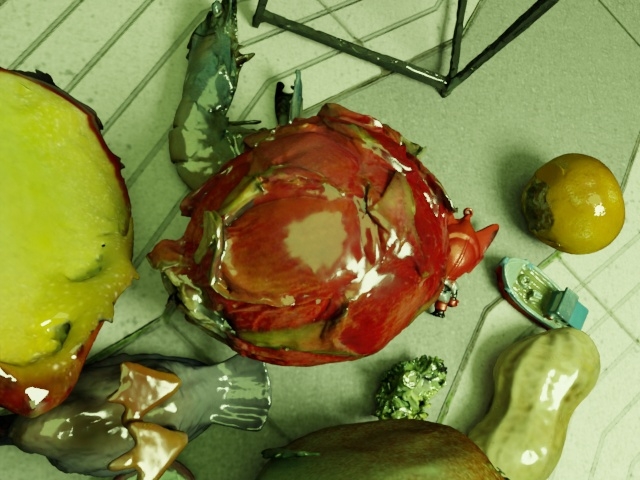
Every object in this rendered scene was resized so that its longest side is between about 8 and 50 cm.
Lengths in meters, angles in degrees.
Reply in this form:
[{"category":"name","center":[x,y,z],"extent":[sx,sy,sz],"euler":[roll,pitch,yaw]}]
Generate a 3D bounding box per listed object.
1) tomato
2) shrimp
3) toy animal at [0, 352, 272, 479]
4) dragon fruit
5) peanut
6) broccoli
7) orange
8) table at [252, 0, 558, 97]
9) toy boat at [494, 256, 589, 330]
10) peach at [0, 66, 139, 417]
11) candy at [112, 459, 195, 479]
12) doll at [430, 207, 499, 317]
[{"category":"tomato","center":[0.042,0.312,0.491],"extent":[0.238,0.303,0.304],"euler":[13,74,-17]},{"category":"shrimp","center":[-0.098,-0.192,0.682],"extent":[0.178,0.075,0.290],"euler":[13,72,-23]},{"category":"toy animal","center":[-0.190,0.173,0.511],"extent":[0.298,0.185,0.122],"euler":[-3,75,-45]},{"category":"dragon fruit","center":[0.000,0.000,0.563],"extent":[0.277,0.277,0.342],"euler":[47,66,-3]},{"category":"peanut","center":[0.278,0.224,0.684],"extent":[0.125,0.111,0.275],"euler":[39,68,-1]},{"category":"broccoli","center":[0.116,0.190,0.650],"extent":[0.096,0.092,0.095],"euler":[5,62,1]},{"category":"orange","center":[0.379,-0.053,0.769],"extent":[0.134,0.154,0.155],"euler":[-22,83,20]},{"category":"table","center":[0.110,-0.398,0.687],"extent":[0.334,0.272,0.223],"euler":[16,74,-15]},{"category":"toy boat","center":[0.330,0.081,0.762],"extent":[0.173,0.059,0.069],"euler":[38,69,-6]},{"category":"peach","center":[-0.320,0.009,0.466],"extent":[0.257,0.201,0.362],"euler":[14,46,-57]},{"category":"candy","center":[-0.183,0.288,0.552],"extent":[0.103,0.043,0.103],"euler":[5,76,-20]},{"category":"doll","center":[0.188,0.025,0.728],"extent":[0.109,0.057,0.169],"euler":[29,69,-12]}]
